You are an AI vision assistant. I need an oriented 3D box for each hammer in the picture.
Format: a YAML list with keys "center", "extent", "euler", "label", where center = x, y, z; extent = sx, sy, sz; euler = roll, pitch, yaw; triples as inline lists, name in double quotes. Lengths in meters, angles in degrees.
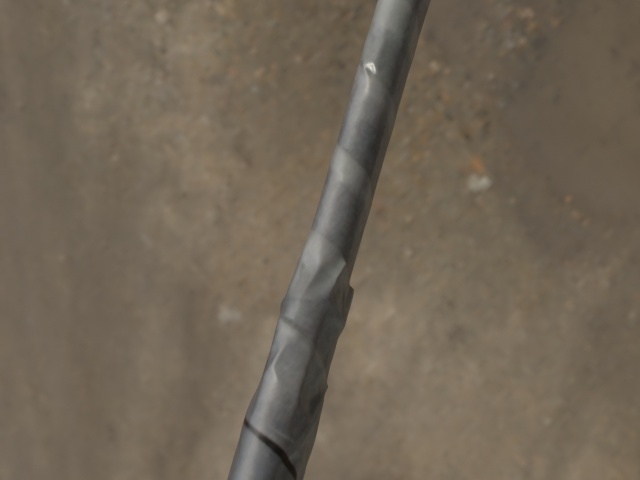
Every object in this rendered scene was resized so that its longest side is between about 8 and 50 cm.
- center: [0.001, 0.000, 0.768]
  extent: [0.044, 0.427, 0.152]
  euler: [11, 161, 18]
  label: "hammer"
